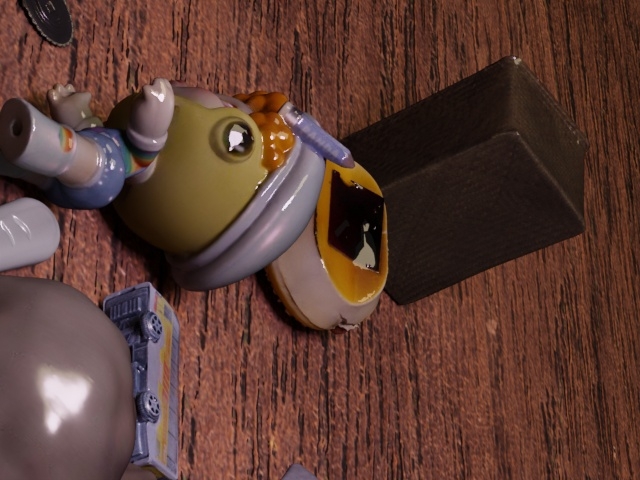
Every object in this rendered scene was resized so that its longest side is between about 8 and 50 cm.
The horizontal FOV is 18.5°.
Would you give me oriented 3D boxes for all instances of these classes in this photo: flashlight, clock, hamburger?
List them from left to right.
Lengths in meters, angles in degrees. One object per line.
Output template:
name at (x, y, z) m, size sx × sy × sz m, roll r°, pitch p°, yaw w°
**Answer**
flashlight at (-0.288, 0.003, 1.694) m, size 0.200 × 0.047 × 0.093 m, roll -22°, pitch 86°, yaw -62°
clock at (-0.272, -0.230, 1.952) m, size 0.083 × 0.010 × 0.074 m, roll 60°, pitch 27°, yaw -11°
hamburger at (0.000, 0.000, 2.155) m, size 0.173 × 0.116 × 0.210 m, roll 27°, pitch 50°, yaw -40°

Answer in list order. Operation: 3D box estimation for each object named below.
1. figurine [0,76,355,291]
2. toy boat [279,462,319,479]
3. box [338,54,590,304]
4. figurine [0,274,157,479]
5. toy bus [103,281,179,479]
figurine at (-0.175, -0.059, 1.866) m, size 0.381 × 0.224 × 0.205 m, roll 6°, pitch 82°, yaw -35°
toy boat at (0.025, 0.369, 1.912) m, size 0.293 × 0.111 × 0.276 m, roll 36°, pitch 45°, yaw -60°
box at (0.164, -0.066, 2.314) m, size 0.184 × 0.273 × 0.143 m, roll 47°, pitch 32°, yaw -32°
figurine at (-0.205, 0.180, 1.533) m, size 0.381 × 0.203 × 0.248 m, roll 53°, pitch 26°, yaw -26°
toy bus at (-0.164, 0.134, 1.796) m, size 0.075 × 0.064 × 0.191 m, roll 46°, pitch 32°, yaw -44°
